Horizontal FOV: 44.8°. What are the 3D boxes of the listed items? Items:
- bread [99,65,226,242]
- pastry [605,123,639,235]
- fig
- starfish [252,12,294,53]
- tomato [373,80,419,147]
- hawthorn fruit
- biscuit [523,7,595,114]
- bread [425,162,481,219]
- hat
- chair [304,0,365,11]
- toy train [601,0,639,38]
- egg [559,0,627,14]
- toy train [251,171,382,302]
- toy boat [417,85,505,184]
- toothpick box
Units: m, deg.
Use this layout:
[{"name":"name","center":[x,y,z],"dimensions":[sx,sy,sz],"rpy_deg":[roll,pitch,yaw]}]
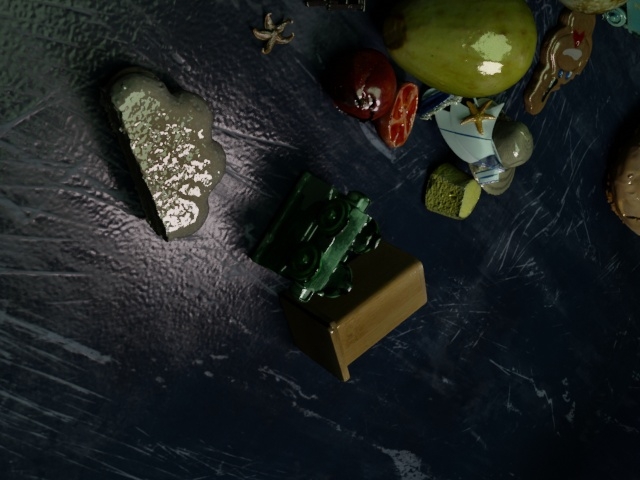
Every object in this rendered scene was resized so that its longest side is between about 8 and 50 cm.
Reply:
[{"name":"bread","center":[-0.273,-0.166,1.421],"dimensions":[0.183,0.102,0.337],"rpy_deg":[-33,129,-27]},{"name":"pastry","center":[1.052,-0.212,2.397],"dimensions":[0.409,0.245,0.410],"rpy_deg":[-17,121,-31]},{"name":"fig","center":[0.285,-0.435,1.634],"dimensions":[0.326,0.258,0.258],"rpy_deg":[3,112,-23]},{"name":"starfish","center":[-0.093,-0.396,1.489],"dimensions":[0.091,0.028,0.078],"rpy_deg":[-1,108,-37]},{"name":"tomato","center":[0.156,-0.283,1.721],"dimensions":[0.155,0.069,0.156],"rpy_deg":[-47,146,-46]},{"name":"hawthorn fruit","center":[0.088,-0.310,1.593],"dimensions":[0.148,0.172,0.148],"rpy_deg":[-2,125,-2]},{"name":"biscuit","center":[0.634,-0.478,2.044],"dimensions":[0.320,0.047,0.183],"rpy_deg":[-54,132,-1]},{"name":"bread","center":[0.333,-0.123,1.943],"dimensions":[0.111,0.114,0.129],"rpy_deg":[-23,130,-37]},{"name":"hat","center":[0.463,-0.239,1.913],"dimensions":[0.252,0.110,0.252],"rpy_deg":[7,80,-47]},{"name":"chair","center":[0.080,-0.509,1.533],"dimensions":[0.212,0.084,0.102],"rpy_deg":[-12,118,-36]},{"name":"toy train","center":[0.832,-0.639,2.032],"dimensions":[0.112,0.163,0.203],"rpy_deg":[-41,134,-16]},{"name":"egg","center":[0.643,-0.674,1.801],"dimensions":[0.238,0.238,0.290],"rpy_deg":[-16,116,-33]},{"name":"toy train","center":[0.000,0.000,1.666],"dimensions":[0.145,0.202,0.266],"rpy_deg":[30,92,-44]},{"name":"toy boat","center":[0.357,-0.270,1.836],"dimensions":[0.220,0.067,0.291],"rpy_deg":[-24,104,-2]},{"name":"toothpick box","center":[0.091,0.151,1.852],"dimensions":[0.308,0.187,0.190],"rpy_deg":[-35,131,-25]}]
